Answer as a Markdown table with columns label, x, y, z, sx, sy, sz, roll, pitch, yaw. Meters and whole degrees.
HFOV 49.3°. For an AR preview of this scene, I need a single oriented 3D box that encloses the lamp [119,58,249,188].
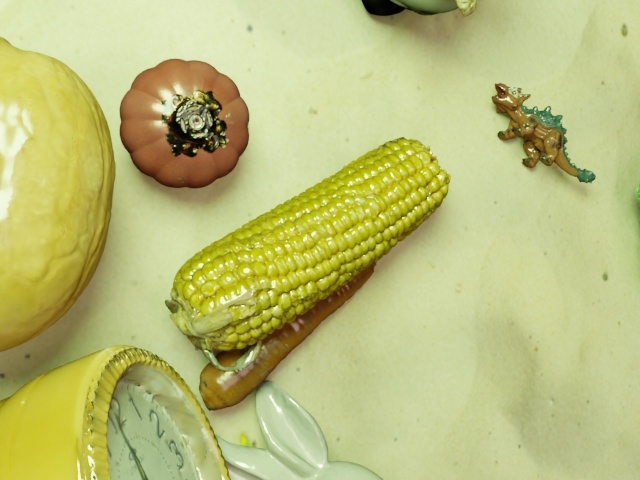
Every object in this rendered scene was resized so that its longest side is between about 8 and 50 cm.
| label | x | y | z | sx | sy | sz | roll | pitch | yaw |
| --- | --- | --- | --- | --- | --- | --- | --- | --- | --- |
| lamp | -0.111 | -0.096 | 0.576 | 0.107 | 0.092 | 0.107 | -2 | 95 | -21 |

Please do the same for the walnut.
| label | x | y | z | sx | sy | sz | roll | pitch | yaw |
| --- | --- | --- | --- | --- | --- | --- | --- | --- | --- |
| walnut | -0.243 | -0.031 | 0.485 | 0.193 | 0.193 | 0.225 | 16 | 90 | -22 |

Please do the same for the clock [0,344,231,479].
| label | x | y | z | sx | sy | sz | roll | pitch | yaw |
| --- | --- | --- | --- | --- | --- | --- | --- | --- | --- |
| clock | -0.149 | 0.243 | 0.517 | 0.200 | 0.244 | 0.317 | -20 | 98 | 4 |

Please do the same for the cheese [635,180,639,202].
| label | x | y | z | sx | sy | sz | roll | pitch | yaw |
| --- | --- | --- | --- | --- | --- | --- | --- | --- | --- |
| cheese | 0.485 | 0.015 | 0.824 | 0.320 | 0.083 | 0.204 | 39 | 79 | -17 |

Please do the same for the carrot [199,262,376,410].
| label | x | y | z | sx | sy | sz | roll | pitch | yaw |
| --- | --- | --- | --- | --- | --- | --- | --- | --- | --- |
| carrot | -0.025 | 0.080 | 0.656 | 0.216 | 0.048 | 0.048 | -38 | 107 | -19 |

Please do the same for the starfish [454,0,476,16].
| label | x | y | z | sx | sy | sz | roll | pitch | yaw |
| --- | --- | --- | --- | --- | --- | --- | --- | --- | --- |
| starfish | 0.092 | -0.288 | 0.598 | 0.216 | 0.071 | 0.238 | 6 | 58 | -23 |

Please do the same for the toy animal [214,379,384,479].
| label | x | y | z | sx | sy | sz | roll | pitch | yaw |
| --- | --- | --- | --- | --- | --- | --- | --- | --- | --- |
| toy animal | 0.001 | 0.236 | 0.637 | 0.221 | 0.131 | 0.104 | 38 | 95 | -17 |

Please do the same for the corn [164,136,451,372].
| label | x | y | z | sx | sy | sz | roll | pitch | yaw |
| --- | --- | --- | --- | --- | --- | --- | --- | --- | --- |
| corn | 0.000 | 0.000 | 0.624 | 0.293 | 0.106 | 0.106 | -33 | 106 | -16 |

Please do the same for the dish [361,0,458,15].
| label | x | y | z | sx | sy | sz | roll | pitch | yaw |
| --- | --- | --- | --- | --- | --- | --- | --- | --- | --- |
| dish | 0.068 | -0.244 | 0.647 | 0.141 | 0.078 | 0.141 | 19 | 46 | -21 |

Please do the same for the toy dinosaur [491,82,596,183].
| label | x | y | z | sx | sy | sz | roll | pitch | yaw |
| --- | --- | --- | --- | --- | --- | --- | --- | --- | --- |
| toy dinosaur | 0.232 | -0.108 | 0.733 | 0.154 | 0.049 | 0.055 | 39 | 77 | -15 |
